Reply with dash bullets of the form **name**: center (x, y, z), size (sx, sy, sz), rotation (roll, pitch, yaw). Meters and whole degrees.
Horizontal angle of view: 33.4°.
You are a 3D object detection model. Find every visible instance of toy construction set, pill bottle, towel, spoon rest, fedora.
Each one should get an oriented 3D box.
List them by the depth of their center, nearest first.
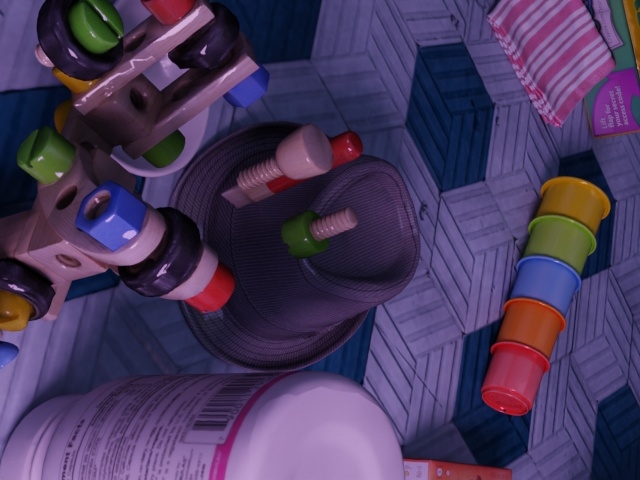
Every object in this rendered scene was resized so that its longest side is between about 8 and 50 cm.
- **pill bottle**: center (-0.095, 0.175, 0.756), size (0.160, 0.283, 0.160), rotation (9, 78, -47)
- **toy construction set**: center (-0.144, -0.043, 0.805), size (0.309, 0.237, 0.257), rotation (11, 63, -52)
- **spoon rest**: center (-0.147, -0.191, 0.909), size (0.137, 0.084, 0.276), rotation (7, 79, -47)
- **fedora**: center (0.000, 0.000, 1.014), size (0.275, 0.124, 0.243), rotation (-11, 93, -48)
- **towel**: center (0.315, -0.268, 1.430), size (0.144, 0.029, 0.197), rotation (-46, 119, -17)

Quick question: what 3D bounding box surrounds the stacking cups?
- **stacking cups**: center (0.273, 0.068, 1.345), size (0.096, 0.096, 0.316), rotation (46, 59, -34)

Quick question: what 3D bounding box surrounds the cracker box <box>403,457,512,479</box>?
- **cracker box**: center (0.136, 0.358, 1.157), size (0.156, 0.067, 0.232), rotation (17, 73, -45)

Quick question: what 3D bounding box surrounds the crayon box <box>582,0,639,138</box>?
- **crayon box**: center (0.482, -0.368, 1.604), size (0.313, 0.106, 0.362), rotation (-26, 104, -46)

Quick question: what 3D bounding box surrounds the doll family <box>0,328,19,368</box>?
- **doll family**: center (-0.337, 0.062, 0.667), size (0.263, 0.118, 0.163), rotation (-40, 122, -23)
